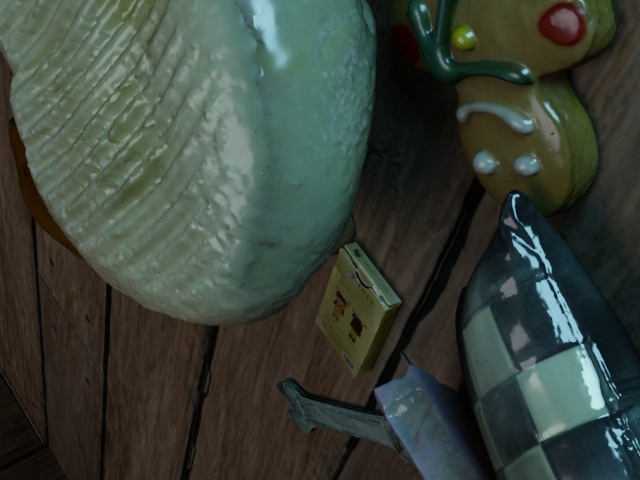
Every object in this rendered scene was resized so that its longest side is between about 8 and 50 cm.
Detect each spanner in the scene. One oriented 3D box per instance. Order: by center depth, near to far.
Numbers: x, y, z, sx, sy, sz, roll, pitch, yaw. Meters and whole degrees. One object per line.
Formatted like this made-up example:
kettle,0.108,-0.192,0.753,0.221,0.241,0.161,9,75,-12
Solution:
spanner,0.026,0.187,1.258,0.302,0.017,0.071,0,115,64

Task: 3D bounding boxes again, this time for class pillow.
pillow,0.158,0.108,0.796,0.186,0.106,0.250,104,147,-68

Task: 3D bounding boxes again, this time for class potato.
potato,0.000,0.000,1.101,0.036,0.037,0.093,62,155,-9

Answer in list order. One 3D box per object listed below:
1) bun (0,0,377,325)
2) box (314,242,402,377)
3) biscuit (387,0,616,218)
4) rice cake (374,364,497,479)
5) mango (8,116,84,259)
bun,-0.082,-0.116,0.925,0.365,0.219,0.365,21,120,42
box,0.033,0.065,1.119,0.073,0.020,0.149,55,155,20
biscuit,0.095,-0.149,0.752,0.197,0.049,0.302,17,130,61
rice cake,0.131,0.214,0.911,0.106,0.050,0.298,42,-167,-46
mango,-0.255,-0.056,1.427,0.236,0.136,0.166,25,126,35
